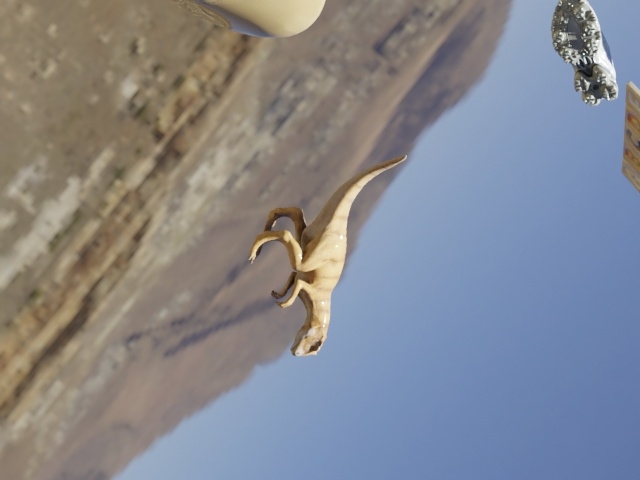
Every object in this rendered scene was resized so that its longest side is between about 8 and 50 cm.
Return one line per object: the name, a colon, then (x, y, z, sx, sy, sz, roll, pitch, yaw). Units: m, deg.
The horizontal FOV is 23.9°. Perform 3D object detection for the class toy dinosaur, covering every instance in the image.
toy dinosaur: (0.000, 0.000, 1.402, 0.064, 0.112, 0.211, -44, 152, -74)

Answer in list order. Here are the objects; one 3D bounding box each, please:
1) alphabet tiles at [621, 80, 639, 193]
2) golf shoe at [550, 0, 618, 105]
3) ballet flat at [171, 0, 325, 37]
alphabet tiles: (0.395, -0.065, 1.658, 0.009, 0.198, 0.237, -32, 152, -7)
golf shoe: (0.365, -0.275, 2.101, 0.069, 0.176, 0.086, -9, -143, 22)
ballet flat: (-0.101, -0.185, 0.834, 0.080, 0.232, 0.073, -58, 164, 21)
